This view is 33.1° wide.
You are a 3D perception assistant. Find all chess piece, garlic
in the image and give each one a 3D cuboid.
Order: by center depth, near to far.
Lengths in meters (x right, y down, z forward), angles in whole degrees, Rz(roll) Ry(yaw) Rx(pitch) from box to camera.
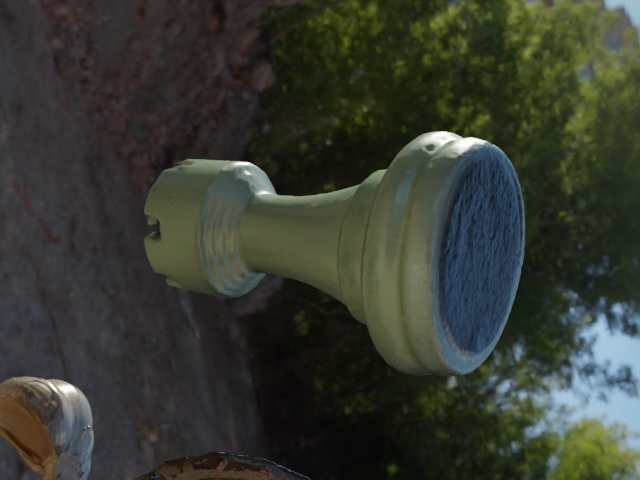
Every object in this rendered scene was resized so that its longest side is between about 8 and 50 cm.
[{"bbox_3d":[-0.222,0.154,0.878,0.094,0.074,0.113,37,-37,37],"label":"garlic"},{"bbox_3d":[0.000,0.000,0.903,0.194,0.299,0.194,-18,111,-57],"label":"chess piece"}]

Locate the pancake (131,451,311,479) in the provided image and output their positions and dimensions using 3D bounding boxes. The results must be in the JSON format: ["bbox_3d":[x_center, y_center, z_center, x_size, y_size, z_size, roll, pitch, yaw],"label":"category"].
[{"bbox_3d":[-0.071,0.241,0.774,0.021,0.199,0.199,-117,-167,-77],"label":"pancake"}]
